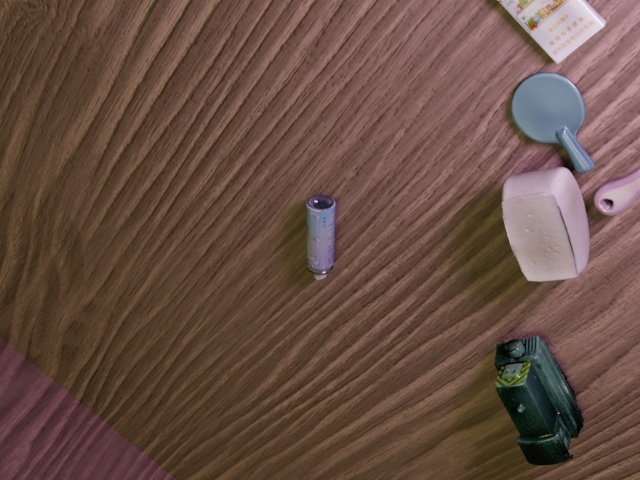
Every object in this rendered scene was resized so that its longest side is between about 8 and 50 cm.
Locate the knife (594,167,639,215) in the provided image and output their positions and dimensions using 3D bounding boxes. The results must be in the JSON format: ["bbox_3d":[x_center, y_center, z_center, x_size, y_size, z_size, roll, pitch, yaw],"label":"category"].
[{"bbox_3d":[0.692,-0.167,1.719,0.081,0.043,0.336,46,124,-1],"label":"knife"}]

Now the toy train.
[{"bbox_3d":[0.534,0.400,2.094,0.138,0.178,0.330,-16,115,35],"label":"toy train"}]

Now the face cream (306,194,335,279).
[{"bbox_3d":[0.000,0.000,2.145,0.075,0.075,0.229,13,127,18],"label":"face cream"}]

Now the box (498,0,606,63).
[{"bbox_3d":[0.429,-0.459,1.635,0.220,0.032,0.122,44,130,-7],"label":"box"}]

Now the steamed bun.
[{"bbox_3d":[0.484,-0.043,1.814,0.146,0.164,0.241,-8,120,32],"label":"steamed bun"}]

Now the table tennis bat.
[{"bbox_3d":[0.493,-0.240,1.758,0.149,0.038,0.237,-30,102,36],"label":"table tennis bat"}]
